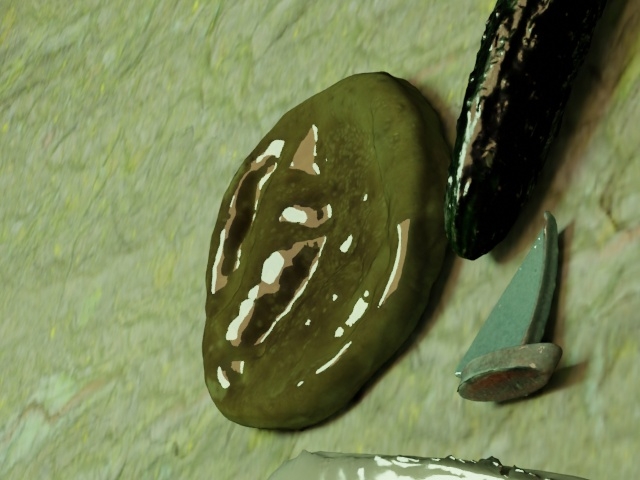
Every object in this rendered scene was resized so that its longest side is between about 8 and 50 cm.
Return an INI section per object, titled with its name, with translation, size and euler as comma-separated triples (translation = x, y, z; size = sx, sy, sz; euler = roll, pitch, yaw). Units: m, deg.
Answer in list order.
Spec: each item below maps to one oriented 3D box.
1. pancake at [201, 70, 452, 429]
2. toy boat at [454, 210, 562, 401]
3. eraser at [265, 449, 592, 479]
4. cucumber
[pancake]
translation = 0.000, 0.000, 1.410
size = 0.294, 0.049, 0.294
euler = -33, 43, 38
[toy boat]
translation = 0.130, 0.044, 1.210
size = 0.096, 0.034, 0.122
euler = -23, 41, 47
[eraser]
translation = 0.065, 0.236, 1.047
size = 0.331, 0.150, 0.331
euler = -32, 46, 40
[cucumber]
translation = 0.147, -0.132, 1.265
size = 0.072, 0.081, 0.303
euler = 17, 81, 29
